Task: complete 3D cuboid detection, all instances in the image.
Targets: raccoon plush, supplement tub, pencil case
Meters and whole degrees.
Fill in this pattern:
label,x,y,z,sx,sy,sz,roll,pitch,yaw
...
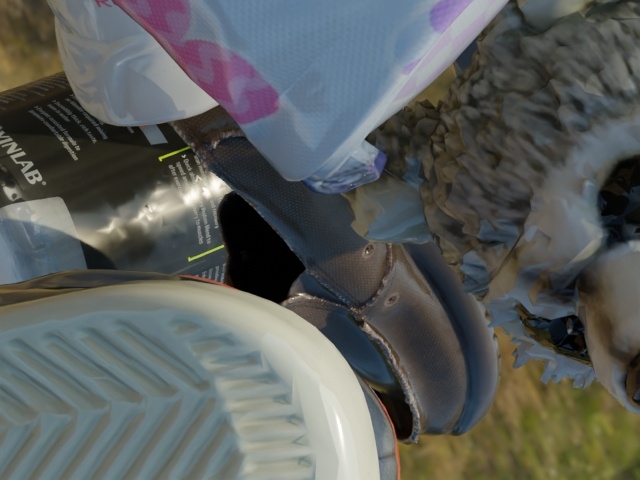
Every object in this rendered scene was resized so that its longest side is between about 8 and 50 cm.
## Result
label,x,y,z,sx,sy,sz,roll,pitch,yaw
raccoon plush,0.178,-0.039,0.781,0.216,0.299,0.446,-58,-177,19
supplement tub,-0.129,-0.029,1.379,0.338,0.207,0.207,-23,158,-37
pencil case,-0.058,-0.137,0.394,0.113,0.273,0.124,-46,-173,16

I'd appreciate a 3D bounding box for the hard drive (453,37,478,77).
label,x,y,z,sx,sy,sz,roll,pitch,yaw
hard drive,0.160,-0.171,1.217,0.172,0.054,0.254,-31,155,-7

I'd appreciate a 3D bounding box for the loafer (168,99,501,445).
label,x,y,z,sx,sy,sz,roll,pitch,yaw
loafer,0.000,0.000,1.102,0.130,0.134,0.366,-29,136,-6

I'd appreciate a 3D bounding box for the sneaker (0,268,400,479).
label,x,y,z,sx,sy,sz,roll,pitch,yaw
sneaker,-0.146,0.073,0.541,0.350,0.131,0.148,0,177,13

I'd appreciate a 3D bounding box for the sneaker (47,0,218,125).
label,x,y,z,sx,sy,sz,roll,pitch,yaw
sneaker,-0.063,-0.148,0.599,0.090,0.232,0.115,-20,136,0
